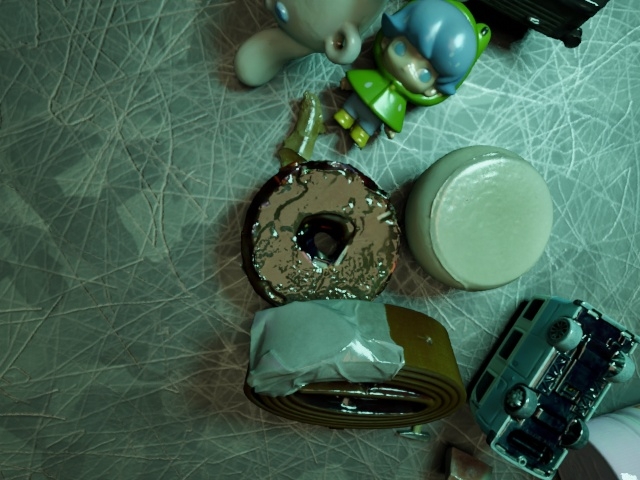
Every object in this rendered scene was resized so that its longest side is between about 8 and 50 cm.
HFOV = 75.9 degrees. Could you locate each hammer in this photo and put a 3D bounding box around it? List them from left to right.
[{"bbox_3d":[0.191,0.272,0.758,0.063,0.013,0.198,10,94,-7],"label":"hammer"}]

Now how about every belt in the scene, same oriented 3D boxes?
[{"bbox_3d":[0.053,0.196,0.630,0.339,0.122,0.217,12,132,-15],"label":"belt"}]

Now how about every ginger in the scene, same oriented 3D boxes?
[{"bbox_3d":[-0.028,-0.175,0.685,0.058,0.044,0.137,22,91,11],"label":"ginger"}]

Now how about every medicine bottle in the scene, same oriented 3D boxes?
[{"bbox_3d":[0.616,0.390,0.718,0.316,0.202,0.201,-14,96,-5],"label":"medicine bottle"}]

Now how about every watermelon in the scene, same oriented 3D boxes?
[{"bbox_3d":[0.262,0.415,0.741,0.093,0.084,0.072,-25,106,17],"label":"watermelon"}]

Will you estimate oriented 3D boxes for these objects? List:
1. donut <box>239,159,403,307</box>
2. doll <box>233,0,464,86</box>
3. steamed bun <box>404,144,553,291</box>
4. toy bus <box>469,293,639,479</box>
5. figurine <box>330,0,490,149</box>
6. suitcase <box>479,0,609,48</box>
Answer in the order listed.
[{"bbox_3d":[0.000,0.000,0.672,0.270,0.103,0.269,-1,94,-8],"label":"donut"},{"bbox_3d":[0.005,-0.413,0.532,0.377,0.187,0.364,-3,91,25],"label":"doll"},{"bbox_3d":[0.242,-0.037,0.670,0.232,0.145,0.231,-2,100,-10],"label":"steamed bun"},{"bbox_3d":[0.373,0.231,0.697,0.133,0.165,0.271,32,91,-7],"label":"toy bus"},{"bbox_3d":[0.132,-0.267,0.652,0.263,0.143,0.162,-43,90,16],"label":"figurine"},{"bbox_3d":[0.302,-0.478,0.607,0.336,0.152,0.229,23,69,-7],"label":"suitcase"}]
